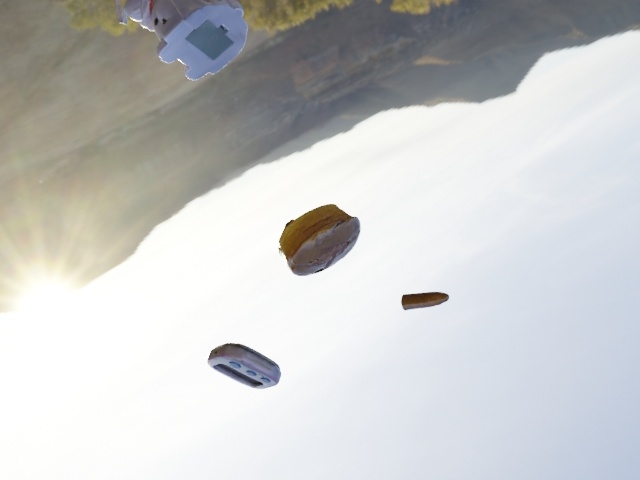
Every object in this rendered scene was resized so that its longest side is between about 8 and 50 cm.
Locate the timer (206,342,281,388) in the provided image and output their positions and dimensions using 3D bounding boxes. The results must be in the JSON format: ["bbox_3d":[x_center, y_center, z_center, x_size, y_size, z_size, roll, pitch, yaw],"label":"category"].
[{"bbox_3d":[-0.227,0.374,2.124,0.191,0.208,0.069,-28,-143,53],"label":"timer"}]

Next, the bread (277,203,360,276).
[{"bbox_3d":[0.000,0.000,2.179,0.270,0.143,0.195,-30,146,-28],"label":"bread"}]

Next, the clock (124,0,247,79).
[{"bbox_3d":[-0.279,-0.460,1.375,0.189,0.254,0.189,-34,160,-14],"label":"clock"}]

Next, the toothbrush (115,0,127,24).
[{"bbox_3d":[-0.605,-0.770,2.095,0.025,0.307,0.029,-19,165,18],"label":"toothbrush"}]

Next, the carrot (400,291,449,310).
[{"bbox_3d":[0.282,0.159,1.912,0.139,0.048,0.048,-12,-161,39],"label":"carrot"}]
